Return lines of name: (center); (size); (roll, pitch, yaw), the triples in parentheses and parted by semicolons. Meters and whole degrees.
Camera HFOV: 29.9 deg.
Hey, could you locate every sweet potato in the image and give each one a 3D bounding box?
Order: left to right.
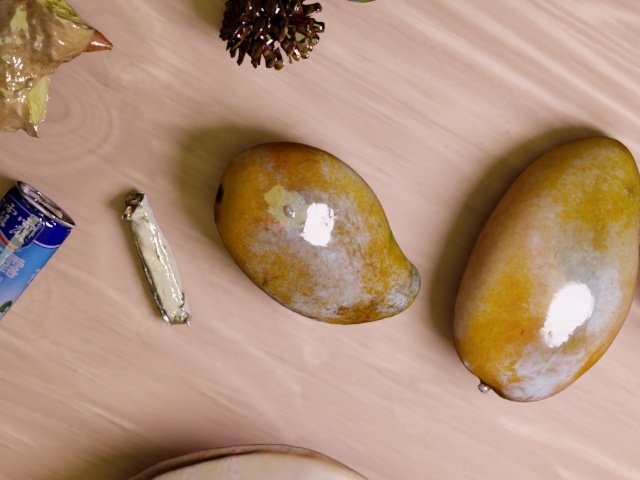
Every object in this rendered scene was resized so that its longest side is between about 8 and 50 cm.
sweet potato: (-0.305, -0.252, 1.489); (0.095, 0.034, 0.034); (6, 99, -8)

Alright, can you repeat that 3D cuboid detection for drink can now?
drink can: (-0.415, 0.044, 1.496); (0.097, 0.097, 0.235); (39, 92, -13)

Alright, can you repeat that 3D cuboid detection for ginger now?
ginger: (-0.407, -0.207, 1.436); (0.219, 0.123, 0.270); (39, 101, 6)

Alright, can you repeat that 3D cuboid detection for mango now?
mango: (0.000, 0.000, 1.534); (0.316, 0.146, 0.193); (39, 94, -28)
mango: (0.309, 0.033, 1.562); (0.221, 0.199, 0.384); (30, 82, -7)

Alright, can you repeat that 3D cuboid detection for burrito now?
burrito: (-0.211, 0.025, 1.553); (0.045, 0.041, 0.186); (-14, 105, 12)

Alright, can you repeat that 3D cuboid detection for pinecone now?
pinecone: (-0.058, -0.274, 1.472); (0.120, 0.140, 0.140); (15, 98, -26)

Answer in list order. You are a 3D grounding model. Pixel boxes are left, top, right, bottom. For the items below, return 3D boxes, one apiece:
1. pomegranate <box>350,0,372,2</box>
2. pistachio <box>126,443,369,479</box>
pomegranate: (0.045, -0.376, 1.432); (0.179, 0.210, 0.180); (1, 101, 7)
pistachio: (-0.107, 0.428, 1.539); (0.445, 0.281, 0.365); (-19, 112, 9)
